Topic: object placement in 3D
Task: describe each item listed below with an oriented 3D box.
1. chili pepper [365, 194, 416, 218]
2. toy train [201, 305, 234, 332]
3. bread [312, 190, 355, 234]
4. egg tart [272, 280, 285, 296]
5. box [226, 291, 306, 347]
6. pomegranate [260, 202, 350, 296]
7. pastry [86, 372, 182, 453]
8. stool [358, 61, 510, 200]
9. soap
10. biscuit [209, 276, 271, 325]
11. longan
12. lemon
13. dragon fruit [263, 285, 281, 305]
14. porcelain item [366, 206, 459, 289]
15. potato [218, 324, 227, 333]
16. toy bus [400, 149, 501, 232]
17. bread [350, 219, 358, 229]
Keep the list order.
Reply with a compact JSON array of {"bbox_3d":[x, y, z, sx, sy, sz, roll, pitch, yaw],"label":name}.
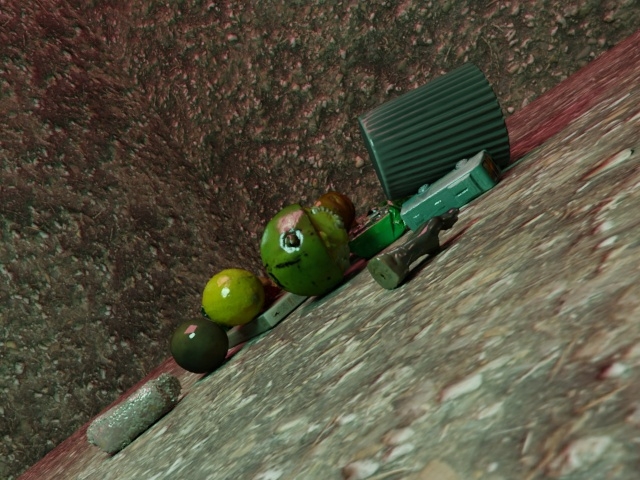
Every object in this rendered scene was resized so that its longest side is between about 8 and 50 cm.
[{"bbox_3d":[0.247,-0.101,2.065,0.136,0.099,0.270,-2,18,37],"label":"chili pepper"},{"bbox_3d":[-0.348,0.252,2.021,0.170,0.071,0.111,18,41,27],"label":"toy train"},{"bbox_3d":[0.007,0.004,1.910,0.337,0.148,0.328,-64,-2,7],"label":"bread"},{"bbox_3d":[-0.094,0.104,2.419,0.341,0.132,0.341,-37,2,2],"label":"egg tart"},{"bbox_3d":[-0.178,0.242,1.839,0.204,0.051,0.365,-37,3,-37],"label":"box"},{"bbox_3d":[-0.033,0.041,1.605,0.260,0.260,0.341,-36,-27,-9],"label":"pomegranate"},{"bbox_3d":[-0.476,0.448,1.492,0.265,0.103,0.112,-39,10,-24],"label":"pastry"},{"bbox_3d":[0.295,-0.279,1.549,0.330,0.297,0.297,-21,3,4],"label":"stool"},{"bbox_3d":[0.175,-0.038,1.754,0.217,0.098,0.273,-36,3,7],"label":"soap"},{"bbox_3d":[-0.330,0.286,2.275,0.365,0.062,0.385,-45,-8,-1],"label":"biscuit"},{"bbox_3d":[-0.352,0.304,1.672,0.167,0.167,0.187,-38,-14,-39],"label":"longan"},{"bbox_3d":[-0.258,0.170,1.706,0.180,0.180,0.193,-37,-9,-30],"label":"lemon"},{"bbox_3d":[-0.179,0.189,1.830,0.097,0.063,0.131,3,-21,-33],"label":"dragon fruit"},{"bbox_3d":[0.187,0.005,1.086,0.215,0.069,0.081,-38,-9,-24],"label":"porcelain item"},{"bbox_3d":[-0.369,0.354,2.038,0.149,0.081,0.120,-34,1,29],"label":"potato"},{"bbox_3d":[0.323,-0.118,1.435,0.261,0.091,0.109,-36,13,32],"label":"toy bus"},{"bbox_3d":[0.077,-0.021,2.270,0.229,0.143,0.139,-40,3,-32],"label":"bread"}]
